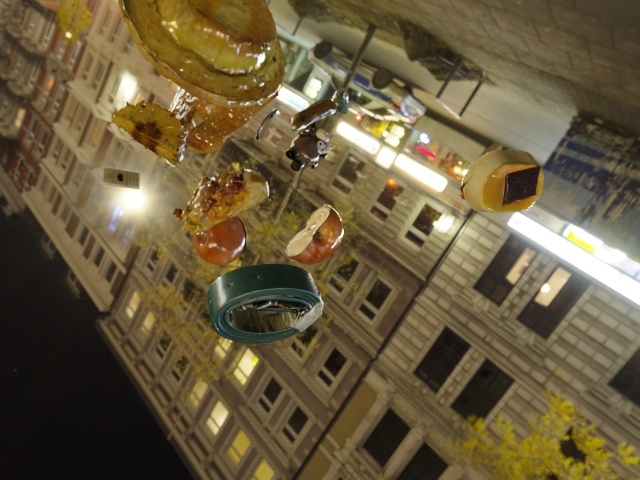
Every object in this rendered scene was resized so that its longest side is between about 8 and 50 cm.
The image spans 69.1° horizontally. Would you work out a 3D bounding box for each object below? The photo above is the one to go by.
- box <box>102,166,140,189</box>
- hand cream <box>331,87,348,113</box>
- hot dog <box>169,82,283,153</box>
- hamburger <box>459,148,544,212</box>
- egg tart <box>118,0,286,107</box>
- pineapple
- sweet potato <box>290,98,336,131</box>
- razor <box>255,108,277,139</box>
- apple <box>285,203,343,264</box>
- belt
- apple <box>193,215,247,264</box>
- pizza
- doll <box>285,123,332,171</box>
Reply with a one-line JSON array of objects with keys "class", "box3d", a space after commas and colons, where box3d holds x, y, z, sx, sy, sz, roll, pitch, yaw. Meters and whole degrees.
[{"class": "box", "box3d": [-0.965, -0.299, 2.255, 0.167, 0.024, 0.090, 6, -118, -32]}, {"class": "hand cream", "box3d": [0.082, -0.571, 1.908, 0.083, 0.048, 0.224, 25, 177, -3]}, {"class": "hot dog", "box3d": [-0.315, -0.468, 1.449, 0.185, 0.405, 0.223, 19, -137, -54]}, {"class": "hamburger", "box3d": [0.625, -0.203, 1.609, 0.295, 0.227, 0.151, 1, -152, -20]}, {"class": "egg tart", "box3d": [-0.256, -0.532, 1.136, 0.443, 0.178, 0.443, 19, -125, -30]}, {"class": "pineapple", "box3d": [-0.447, -0.317, 1.302, 0.233, 0.079, 0.135, 36, -131, 2]}, {"class": "sweet potato", "box3d": [-0.034, -0.405, 1.513, 0.233, 0.081, 0.062, -40, -71, -37]}, {"class": "razor", "box3d": [-0.229, -0.484, 1.923, 0.028, 0.154, 0.044, 33, -174, -22]}, {"class": "apple", "box3d": [0.000, 0.000, 2.076, 0.163, 0.293, 0.251, 39, 177, -20]}, {"class": "belt", "box3d": [-0.209, 0.243, 1.782, 0.437, 0.300, 0.173, 3, -142, -21]}, {"class": "apple", "box3d": [-0.487, -0.017, 2.206, 0.252, 0.271, 0.206, -7, 174, 32]}, {"class": "pizza", "box3d": [-0.251, -0.099, 1.106, 0.290, 0.229, 0.081, 15, 146, 53]}, {"class": "doll", "box3d": [-0.048, -0.403, 2.003, 0.117, 0.182, 0.257, 9, -142, 42]}]
